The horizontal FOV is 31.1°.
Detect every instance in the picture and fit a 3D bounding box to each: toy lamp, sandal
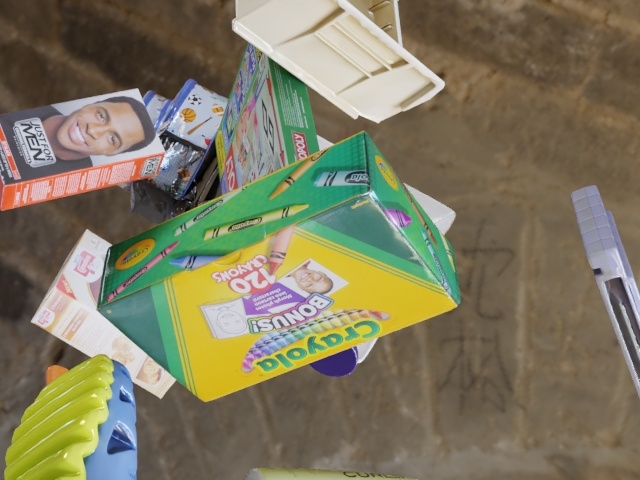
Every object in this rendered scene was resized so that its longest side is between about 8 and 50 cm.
[{"bbox_3d":[0.054,0.064,1.495,0.080,0.275,0.080,11,-51,14],"label":"toy lamp"},{"bbox_3d":[-0.215,0.249,1.066,0.126,0.317,0.138,-28,-50,26],"label":"sandal"}]

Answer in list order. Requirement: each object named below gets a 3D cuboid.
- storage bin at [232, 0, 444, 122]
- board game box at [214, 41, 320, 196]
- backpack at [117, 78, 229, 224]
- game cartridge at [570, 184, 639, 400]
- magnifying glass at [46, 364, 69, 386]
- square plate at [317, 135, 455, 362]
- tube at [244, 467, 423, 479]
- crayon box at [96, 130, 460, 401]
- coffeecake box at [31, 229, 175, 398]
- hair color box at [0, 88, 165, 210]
[{"bbox_3d":[0.022,-0.307,1.316,0.123,0.262,0.260,-24,-35,31],"label":"storage bin"},{"bbox_3d":[-0.064,-0.087,1.337,0.046,0.317,0.213,7,-46,-20],"label":"board game box"},{"bbox_3d":[-0.266,-0.168,2.160,0.213,0.263,0.276,35,-15,-6],"label":"backpack"},{"bbox_3d":[0.489,0.107,1.836,0.068,0.230,0.355,-17,-64,18],"label":"game cartridge"},{"bbox_3d":[-0.292,0.232,1.282,0.092,0.026,0.231,28,31,-33],"label":"magnifying glass"},{"bbox_3d":[0.000,0.000,1.932,0.347,0.344,0.049,30,-30,11],"label":"square plate"},{"bbox_3d":[0.031,0.280,1.275,0.240,0.062,0.070,6,26,-28],"label":"tube"},{"bbox_3d":[-0.037,0.032,1.027,0.278,0.081,0.165,-23,-48,21],"label":"crayon box"},{"bbox_3d":[-0.247,0.090,1.436,0.185,0.068,0.142,33,28,-12],"label":"coffeecake box"},{"bbox_3d":[-0.212,-0.079,0.976,0.072,0.141,0.043,64,-29,20],"label":"hair color box"}]
